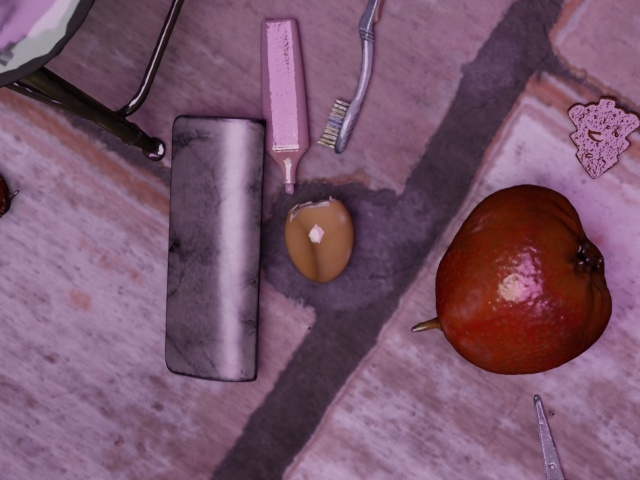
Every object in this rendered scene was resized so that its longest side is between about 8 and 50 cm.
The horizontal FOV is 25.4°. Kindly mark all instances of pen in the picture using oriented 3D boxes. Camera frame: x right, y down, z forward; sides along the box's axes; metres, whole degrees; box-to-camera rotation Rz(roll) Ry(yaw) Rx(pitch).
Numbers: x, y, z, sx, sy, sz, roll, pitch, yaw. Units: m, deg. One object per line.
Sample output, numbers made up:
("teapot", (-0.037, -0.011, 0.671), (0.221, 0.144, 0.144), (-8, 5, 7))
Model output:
("pen", (-0.040, -0.150, 1.605), (0.053, 0.032, 0.197), (-2, 94, 8))

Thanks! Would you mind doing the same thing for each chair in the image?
("chair", (-0.309, -0.300, 1.435), (0.362, 0.410, 0.365), (24, 100, 5))

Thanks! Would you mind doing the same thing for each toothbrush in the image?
("toothbrush", (0.067, -0.277, 1.576), (0.037, 0.028, 0.375), (20, 99, 13))

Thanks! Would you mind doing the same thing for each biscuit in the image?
("biscuit", (0.310, -0.113, 1.566), (0.082, 0.016, 0.092), (6, 98, 3))

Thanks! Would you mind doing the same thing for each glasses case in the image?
("glasses case", (-0.116, 0.008, 1.615), (0.114, 0.060, 0.299), (4, 97, 21))

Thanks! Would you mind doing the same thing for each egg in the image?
("egg", (0.000, 0.000, 1.591), (0.080, 0.080, 0.096), (-9, 93, 9))

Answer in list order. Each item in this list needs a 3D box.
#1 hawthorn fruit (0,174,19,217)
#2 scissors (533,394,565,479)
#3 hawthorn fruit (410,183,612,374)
("hawthorn fruit", (-0.400, -0.052, 1.645), (0.093, 0.081, 0.081), (15, 98, 6))
("scissors", (0.266, 0.267, 1.616), (0.100, 0.015, 0.189), (-12, 94, 12))
("hawthorn fruit", (0.194, 0.056, 1.521), (0.225, 0.196, 0.196), (-28, 92, 27))
